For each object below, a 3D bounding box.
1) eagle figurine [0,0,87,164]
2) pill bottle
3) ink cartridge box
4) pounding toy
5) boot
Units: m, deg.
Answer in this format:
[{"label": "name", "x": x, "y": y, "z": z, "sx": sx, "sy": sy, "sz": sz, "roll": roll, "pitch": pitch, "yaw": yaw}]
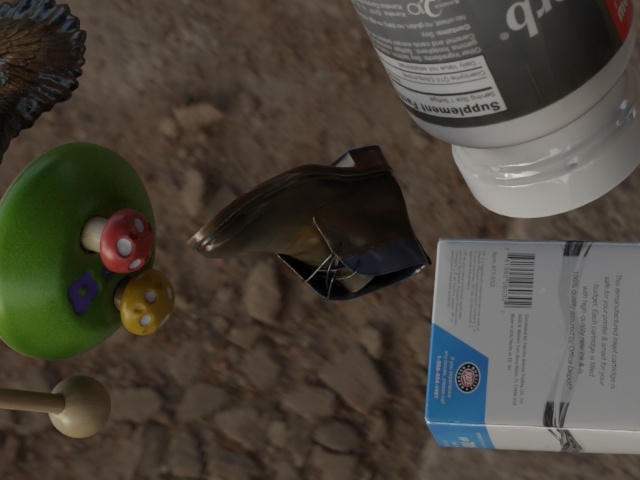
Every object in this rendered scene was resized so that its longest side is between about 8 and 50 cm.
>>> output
[{"label": "eagle figurine", "x": -0.357, "y": -0.120, "z": 1.682, "sx": 0.225, "sy": 0.226, "sz": 0.298, "roll": 25, "pitch": 86, "yaw": 21}, {"label": "pill bottle", "x": 0.134, "y": -0.208, "z": 1.606, "sx": 0.210, "sy": 0.363, "sz": 0.210, "roll": -19, "pitch": 36, "yaw": 15}, {"label": "ink cartridge box", "x": 0.176, "y": 0.076, "z": 1.403, "sx": 0.190, "sy": 0.082, "sz": 0.140, "roll": 2, "pitch": 70, "yaw": 10}, {"label": "pounding toy", "x": -0.180, "y": 0.045, "z": 1.599, "sx": 0.110, "sy": 0.183, "sz": 0.237, "roll": 16, "pitch": 86, "yaw": 35}, {"label": "boot", "x": 0.000, "y": 0.000, "z": 1.525, "sx": 0.082, "sy": 0.219, "sz": 0.106, "roll": -40, "pitch": 77, "yaw": 44}]
